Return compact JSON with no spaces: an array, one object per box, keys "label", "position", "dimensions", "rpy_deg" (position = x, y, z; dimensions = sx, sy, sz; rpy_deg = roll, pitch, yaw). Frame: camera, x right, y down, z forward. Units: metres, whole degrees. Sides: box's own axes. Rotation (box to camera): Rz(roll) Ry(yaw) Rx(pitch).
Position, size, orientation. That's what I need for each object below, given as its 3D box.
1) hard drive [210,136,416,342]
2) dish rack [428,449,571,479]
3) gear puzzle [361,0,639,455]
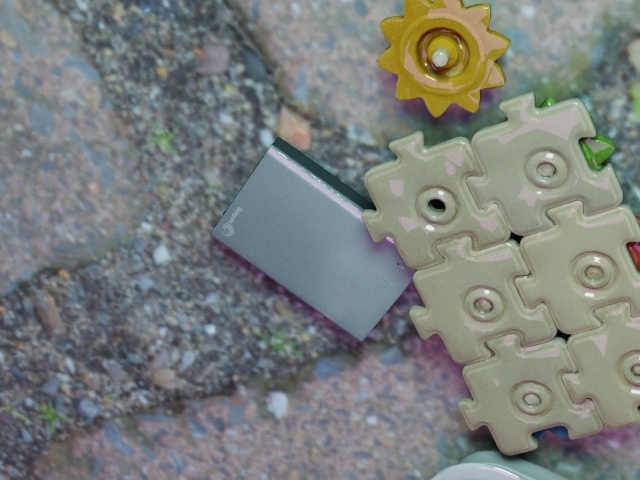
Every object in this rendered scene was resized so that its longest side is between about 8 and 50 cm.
[{"label":"hard drive","position":[0.000,0.000,1.209],"dimensions":[0.135,0.022,0.094],"rpy_deg":[36,126,-2]},{"label":"dish rack","position":[0.206,0.302,1.281],"dimensions":[0.333,0.072,0.285],"rpy_deg":[24,126,6]},{"label":"gear puzzle","position":[0.125,-0.015,1.140],"dimensions":[0.175,0.044,0.339],"rpy_deg":[-19,111,24]}]
